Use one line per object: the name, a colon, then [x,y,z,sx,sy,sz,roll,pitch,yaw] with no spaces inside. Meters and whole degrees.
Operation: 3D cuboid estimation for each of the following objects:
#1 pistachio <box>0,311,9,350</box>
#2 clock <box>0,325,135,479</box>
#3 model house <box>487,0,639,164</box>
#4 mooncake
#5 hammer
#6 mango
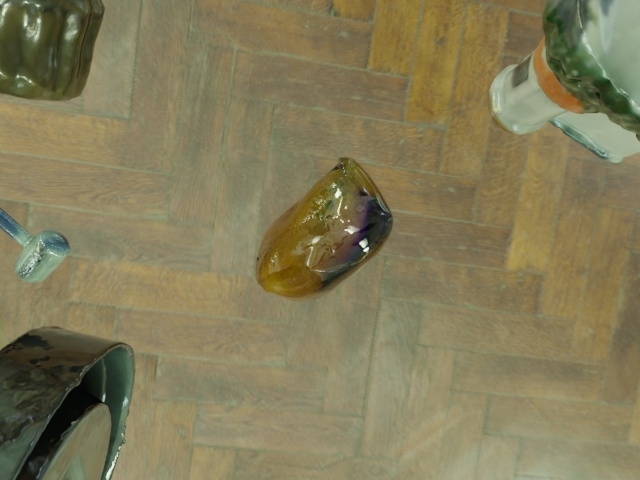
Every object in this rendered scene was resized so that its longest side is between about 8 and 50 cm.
pistachio: [-0.489,0.163,0.813,0.230,0.230,0.309,-11,74,-7]
clock: [-0.228,0.219,0.489,0.066,0.319,0.319,17,95,0]
model house: [0.259,-0.189,0.599,0.190,0.301,0.271,30,81,-7]
mooncake: [-0.441,-0.310,0.880,0.290,0.290,0.161,21,111,-11]
hammer: [-0.574,-0.012,1.250,0.194,0.069,0.116,44,114,-11]
mango: [0.000,0.000,1.108,0.152,0.201,0.287,42,134,-8]
